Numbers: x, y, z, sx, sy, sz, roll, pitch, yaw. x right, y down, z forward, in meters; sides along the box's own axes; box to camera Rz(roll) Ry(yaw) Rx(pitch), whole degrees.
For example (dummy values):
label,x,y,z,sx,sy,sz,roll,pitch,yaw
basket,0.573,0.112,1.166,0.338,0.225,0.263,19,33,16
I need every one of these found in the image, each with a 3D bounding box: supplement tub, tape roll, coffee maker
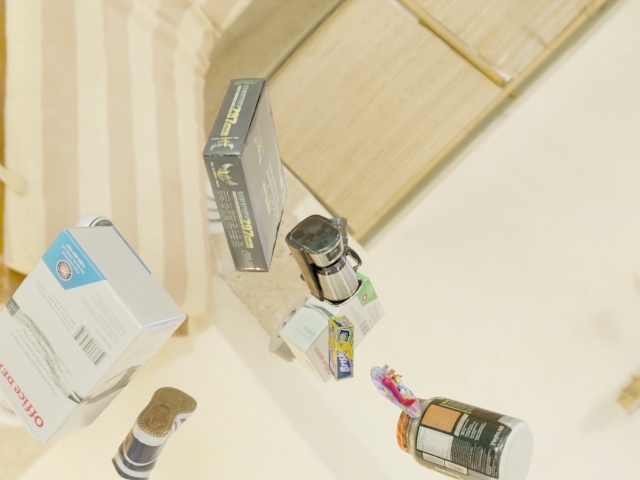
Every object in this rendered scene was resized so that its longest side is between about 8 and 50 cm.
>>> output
label,x,y,z,sx,sy,sz,roll,pitch,yaw
supplement tub,0.366,0.518,1.843,0.194,0.316,0.193,-10,104,-47
tape roll,-0.083,0.289,2.342,0.219,0.072,0.219,-54,-169,16
coffee maker,-0.008,0.042,1.572,0.120,0.171,0.178,-59,141,-37

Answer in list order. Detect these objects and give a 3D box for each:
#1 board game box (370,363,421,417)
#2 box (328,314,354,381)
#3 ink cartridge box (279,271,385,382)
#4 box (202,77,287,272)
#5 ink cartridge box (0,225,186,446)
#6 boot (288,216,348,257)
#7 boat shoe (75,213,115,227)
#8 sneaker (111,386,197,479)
label,x,y,z,sx,sy,sz,roll,pitch,yaw
board game box,0.201,0.372,1.804,0.033,0.169,0.133,-50,-172,17
box,0.055,0.292,1.929,0.054,0.059,0.168,-11,116,-19
ink cartridge box,0.039,0.244,2.114,0.289,0.121,0.211,-47,142,-17
box,-0.104,-0.094,1.062,0.183,0.059,0.232,-79,165,-44
ink cartridge box,-0.414,0.159,1.220,0.307,0.223,0.129,-47,166,19
boot,0.000,0.000,2.029,0.219,0.106,0.082,-9,157,43
boat shoe,-0.420,0.113,1.429,0.121,0.119,0.335,-11,101,-60
sneaker,-0.373,0.434,1.599,0.153,0.099,0.282,-62,176,8
